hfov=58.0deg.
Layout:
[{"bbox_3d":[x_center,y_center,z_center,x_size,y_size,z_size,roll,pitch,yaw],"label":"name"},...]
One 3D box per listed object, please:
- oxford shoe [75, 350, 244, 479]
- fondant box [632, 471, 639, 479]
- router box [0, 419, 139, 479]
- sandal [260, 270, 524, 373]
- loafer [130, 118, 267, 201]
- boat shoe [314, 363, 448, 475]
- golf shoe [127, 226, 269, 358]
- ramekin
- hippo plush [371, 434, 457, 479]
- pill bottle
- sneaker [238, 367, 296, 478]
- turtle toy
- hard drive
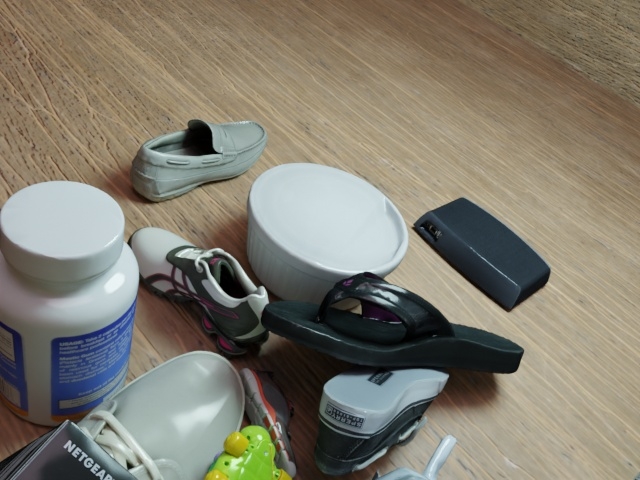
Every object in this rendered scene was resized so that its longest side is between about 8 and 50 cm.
[{"bbox_3d":[-0.226,0.252,0.579,0.169,0.130,0.449,33,39,17],"label":"oxford shoe"},{"bbox_3d":[0.547,0.329,0.706,0.238,0.330,0.096,40,-1,21],"label":"fondant box"},{"bbox_3d":[-0.117,0.271,0.394,0.309,0.243,0.081,47,47,-10],"label":"router box"},{"bbox_3d":[0.115,0.109,0.832,0.445,0.107,0.167,11,6,-32],"label":"sandal"},{"bbox_3d":[-0.210,-0.173,1.078,0.112,0.111,0.319,35,41,16],"label":"loafer"},{"bbox_3d":[0.085,0.223,0.764,0.113,0.105,0.306,19,10,22],"label":"boat shoe"},{"bbox_3d":[-0.173,0.044,0.845,0.273,0.120,0.105,36,43,18],"label":"golf shoe"},{"bbox_3d":[0.000,0.000,0.966,0.273,0.127,0.273,13,39,-11],"label":"ramekin"},{"bbox_3d":[0.077,0.369,0.566,0.236,0.234,0.294,62,9,17],"label":"hippo plush"},{"bbox_3d":[-0.283,0.073,0.640,0.152,0.272,0.152,13,40,-11],"label":"pill bottle"},{"bbox_3d":[-0.054,0.227,0.739,0.065,0.061,0.158,2,45,-35],"label":"sneaker"},{"bbox_3d":[-0.085,0.260,0.639,0.095,0.066,0.130,46,37,-13],"label":"turtle toy"},{"bbox_3d":[0.329,0.013,1.156,0.172,0.054,0.254,-21,55,-40],"label":"hard drive"}]
